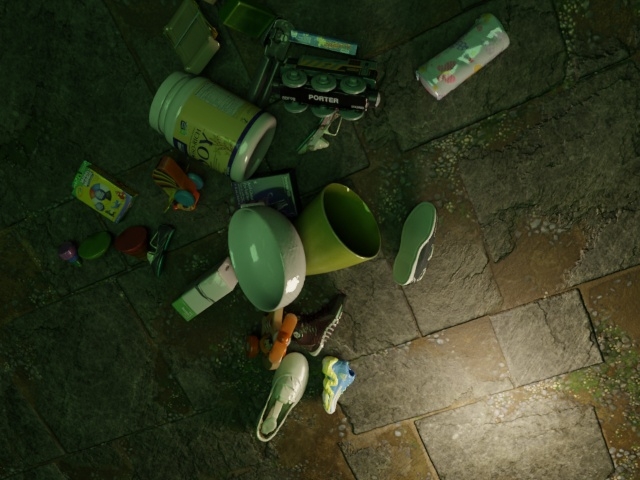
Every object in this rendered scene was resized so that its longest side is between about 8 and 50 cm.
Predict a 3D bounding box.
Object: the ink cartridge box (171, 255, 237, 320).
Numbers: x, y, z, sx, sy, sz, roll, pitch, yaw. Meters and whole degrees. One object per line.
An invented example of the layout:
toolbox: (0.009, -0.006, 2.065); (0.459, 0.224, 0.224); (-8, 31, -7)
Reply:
ink cartridge box: (-0.405, 0.171, 1.735); (0.220, 0.160, 0.092); (-34, 103, 16)

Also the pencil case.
pencil case: (0.423, -0.549, 1.437); (0.273, 0.113, 0.124); (-38, 91, 16)

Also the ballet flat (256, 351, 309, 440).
ballet flat: (-0.152, 0.626, 1.876); (0.139, 0.139, 0.399); (24, 109, -2)

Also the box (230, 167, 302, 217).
box: (-0.180, -0.153, 1.633); (0.207, 0.108, 0.153); (-9, 106, 9)

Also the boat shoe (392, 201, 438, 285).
boat shoe: (0.336, 0.011, 1.646); (0.114, 0.091, 0.302); (38, 117, 40)

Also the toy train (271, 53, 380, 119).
toy train: (0.023, -0.479, 1.469); (0.334, 0.190, 0.142); (10, 145, 9)

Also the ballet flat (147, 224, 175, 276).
ballet flat: (-0.594, 0.034, 1.759); (0.074, 0.074, 0.203); (20, 103, -1)

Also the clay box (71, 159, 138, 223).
clay box: (-0.784, -0.174, 1.717); (0.222, 0.053, 0.127); (34, 108, -6)

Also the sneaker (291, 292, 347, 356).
sneaker: (-0.025, 0.289, 1.767); (0.163, 0.106, 0.281); (27, 109, 0)

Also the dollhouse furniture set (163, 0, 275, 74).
dollhouse furniture set: (-0.321, -0.674, 1.490); (0.302, 0.151, 0.197); (-38, 73, 32)

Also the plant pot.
plant pot: (0.000, 0.000, 1.601); (0.294, 0.274, 0.274); (-33, 103, 34)

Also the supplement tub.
supplement tub: (-0.333, -0.359, 1.505); (0.332, 0.241, 0.240); (29, 109, 1)

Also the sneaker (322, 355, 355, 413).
sneaker: (0.072, 0.563, 1.853); (0.126, 0.091, 0.239); (-2, 107, 6)

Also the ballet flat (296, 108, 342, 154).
ballet flat: (0.012, -0.357, 1.567); (0.079, 0.077, 0.221); (35, 104, -9)

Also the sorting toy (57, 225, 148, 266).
sorting toy: (-0.786, 0.048, 1.784); (0.366, 0.127, 0.126); (-8, 137, 11)

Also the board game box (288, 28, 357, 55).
board game box: (0.014, -0.595, 1.452); (0.202, 0.136, 0.035); (13, 108, 2)

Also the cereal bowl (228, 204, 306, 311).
cereal bowl: (-0.152, 0.046, 1.511); (0.141, 0.339, 0.338); (-17, 112, -35)

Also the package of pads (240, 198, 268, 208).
package of pads: (-0.215, -0.114, 1.564); (0.084, 0.050, 0.031); (-5, 107, 7)

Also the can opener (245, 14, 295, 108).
can opener: (-0.170, -0.566, 1.526); (0.076, 0.095, 0.283); (5, 122, -43)

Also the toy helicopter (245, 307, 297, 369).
toy helicopter: (-0.162, 0.293, 1.728); (0.140, 0.235, 0.354); (6, 95, -22)

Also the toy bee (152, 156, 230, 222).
toy bee: (-0.476, -0.152, 1.639); (0.162, 0.195, 0.298); (-10, 120, 34)
